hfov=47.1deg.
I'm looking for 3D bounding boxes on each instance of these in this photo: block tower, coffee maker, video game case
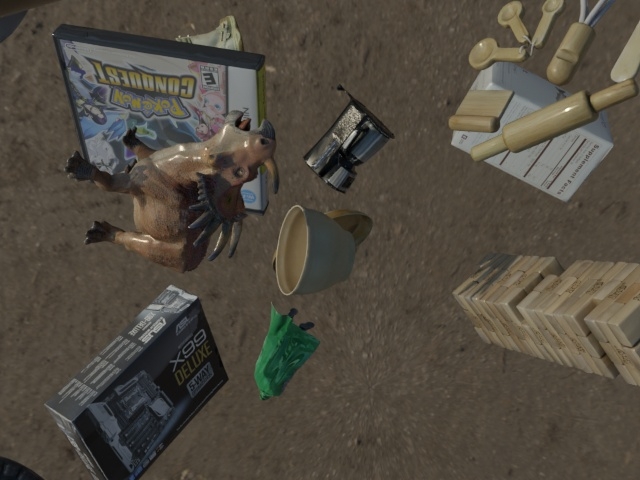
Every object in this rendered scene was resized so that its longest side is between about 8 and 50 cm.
[{"bbox_3d":[0.278,0.081,0.851,0.097,0.335,0.091,-39,102,-12],"label":"block tower"},{"bbox_3d":[0.052,-0.221,1.654,0.178,0.120,0.171,-47,47,15],"label":"coffee maker"},{"bbox_3d":[-0.206,-0.156,0.995,0.274,0.248,0.035,11,46,8],"label":"video game case"}]

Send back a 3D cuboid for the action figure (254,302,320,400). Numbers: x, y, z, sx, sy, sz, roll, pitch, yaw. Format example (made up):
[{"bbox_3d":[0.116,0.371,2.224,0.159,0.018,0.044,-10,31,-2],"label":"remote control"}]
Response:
[{"bbox_3d":[-0.086,0.253,1.556,0.137,0.063,0.232,40,122,25],"label":"action figure"}]

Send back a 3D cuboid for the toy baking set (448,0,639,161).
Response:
[{"bbox_3d":[0.228,-0.183,0.698,0.256,0.030,0.197,-18,55,41],"label":"toy baking set"}]

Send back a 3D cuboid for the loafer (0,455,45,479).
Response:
[{"bbox_3d":[-0.265,0.376,0.685,0.133,0.130,0.366,-28,86,-47],"label":"loafer"}]

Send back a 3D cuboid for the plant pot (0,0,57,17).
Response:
[{"bbox_3d":[-0.500,-0.475,1.113,0.323,0.280,0.323,10,109,31],"label":"plant pot"}]

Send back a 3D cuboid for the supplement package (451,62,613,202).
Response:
[{"bbox_3d":[0.281,-0.151,0.987,0.179,0.105,0.105,26,37,-5],"label":"supplement package"}]

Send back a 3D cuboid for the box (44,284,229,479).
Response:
[{"bbox_3d":[-0.313,0.268,1.320,0.076,0.243,0.307,20,49,30],"label":"box"}]

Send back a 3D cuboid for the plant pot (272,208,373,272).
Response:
[{"bbox_3d":[0.000,0.000,1.570,0.236,0.236,0.032,-26,69,-2],"label":"plant pot"}]

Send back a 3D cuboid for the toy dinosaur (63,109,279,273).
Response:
[{"bbox_3d":[-0.160,-0.027,0.835,0.200,0.296,0.127,28,57,6],"label":"toy dinosaur"}]

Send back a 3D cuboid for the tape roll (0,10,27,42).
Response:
[{"bbox_3d":[-0.633,-0.479,1.385,0.219,0.072,0.219,-8,75,30],"label":"tape roll"}]

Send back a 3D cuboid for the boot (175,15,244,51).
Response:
[{"bbox_3d":[-0.285,-0.504,1.857,0.165,0.077,0.213,-13,36,-7],"label":"boot"}]

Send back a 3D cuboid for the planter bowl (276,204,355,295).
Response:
[{"bbox_3d":[-0.004,0.023,1.332,0.109,0.162,0.162,7,78,-22],"label":"planter bowl"}]
